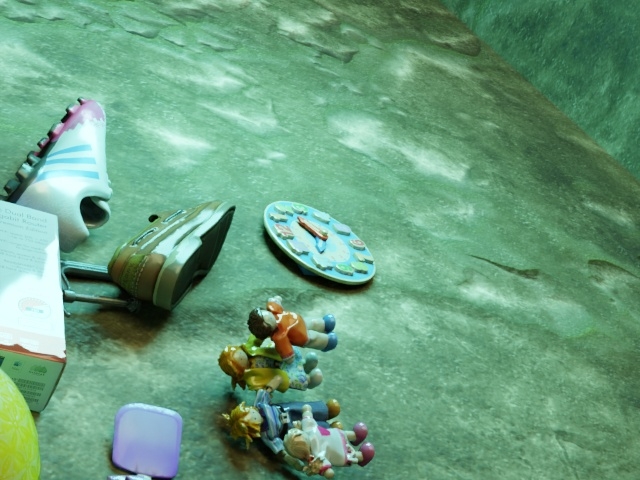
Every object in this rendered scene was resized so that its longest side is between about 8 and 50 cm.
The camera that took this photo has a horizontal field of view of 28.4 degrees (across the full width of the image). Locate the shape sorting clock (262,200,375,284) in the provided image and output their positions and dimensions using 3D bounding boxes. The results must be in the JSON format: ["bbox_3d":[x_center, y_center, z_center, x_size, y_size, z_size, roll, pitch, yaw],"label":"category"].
[{"bbox_3d":[0.000,0.000,2.046,0.206,0.040,0.206,22,28,-13],"label":"shape sorting clock"}]

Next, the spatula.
[{"bbox_3d":[-0.189,0.290,1.389,0.084,0.030,0.296,17,30,-19],"label":"spatula"}]

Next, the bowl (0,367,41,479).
[{"bbox_3d":[-0.398,0.152,1.196,0.289,0.156,0.289,12,12,-3],"label":"bowl"}]

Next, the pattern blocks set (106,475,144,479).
[{"bbox_3d":[-0.157,0.349,1.208,0.285,0.026,0.325,17,31,-21],"label":"pattern blocks set"}]

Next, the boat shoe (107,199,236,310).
[{"bbox_3d":[-0.204,-0.003,1.781,0.104,0.111,0.307,20,18,6],"label":"boat shoe"}]

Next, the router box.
[{"bbox_3d":[-0.477,0.042,1.486,0.335,0.082,0.301,15,30,-24],"label":"router box"}]

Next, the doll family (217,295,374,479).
[{"bbox_3d":[-0.050,0.203,1.610,0.163,0.118,0.263,11,50,-42],"label":"doll family"}]

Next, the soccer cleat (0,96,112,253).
[{"bbox_3d":[-0.355,-0.089,1.819,0.143,0.116,0.331,40,27,-14],"label":"soccer cleat"}]

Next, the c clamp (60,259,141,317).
[{"bbox_3d":[-0.299,0.069,1.668,0.160,0.022,0.137,7,28,-44],"label":"c clamp"}]
